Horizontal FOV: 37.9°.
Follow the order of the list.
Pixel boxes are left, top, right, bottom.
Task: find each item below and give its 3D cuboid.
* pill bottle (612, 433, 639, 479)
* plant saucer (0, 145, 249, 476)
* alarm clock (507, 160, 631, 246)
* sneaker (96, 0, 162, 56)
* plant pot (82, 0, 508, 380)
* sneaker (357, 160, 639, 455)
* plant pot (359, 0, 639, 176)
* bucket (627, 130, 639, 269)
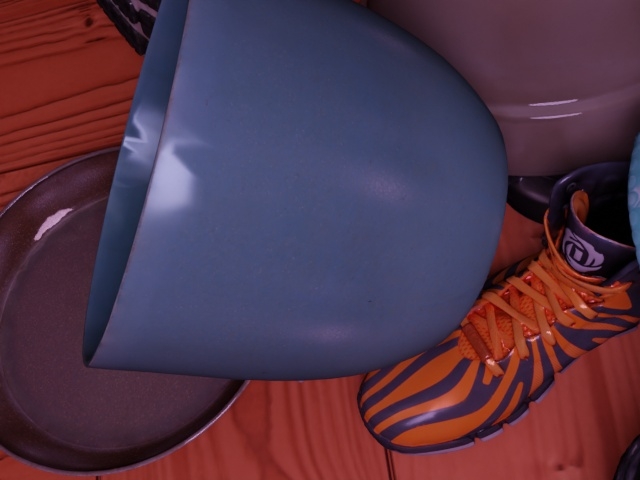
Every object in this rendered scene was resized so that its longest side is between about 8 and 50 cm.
[{"bbox_3d":[0.242,0.175,0.583,0.123,0.219,0.122,-5,65,11],"label":"pill bottle"},{"bbox_3d":[-0.181,0.058,0.837,0.311,0.050,0.310,-5,65,11],"label":"plant saucer"},{"bbox_3d":[0.226,-0.093,0.804,0.192,0.064,0.129,-39,63,-9],"label":"alarm clock"},{"bbox_3d":[-0.169,-0.326,0.973,0.182,0.158,0.410,-36,66,-24],"label":"sneaker"},{"bbox_3d":[-0.015,-0.036,0.651,0.235,0.293,0.293,13,65,-17],"label":"plant pot"},{"bbox_3d":[0.158,0.036,0.690,0.321,0.180,0.124,-33,63,-3],"label":"sneaker"},{"bbox_3d":[0.169,-0.257,0.726,0.323,0.280,0.323,-8,49,9],"label":"plant pot"},{"bbox_3d":[0.337,-0.019,0.557,0.281,0.183,0.281,10,70,-28],"label":"bucket"}]
